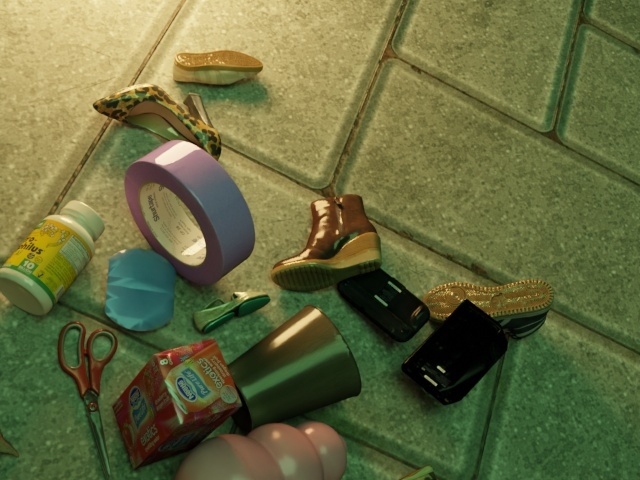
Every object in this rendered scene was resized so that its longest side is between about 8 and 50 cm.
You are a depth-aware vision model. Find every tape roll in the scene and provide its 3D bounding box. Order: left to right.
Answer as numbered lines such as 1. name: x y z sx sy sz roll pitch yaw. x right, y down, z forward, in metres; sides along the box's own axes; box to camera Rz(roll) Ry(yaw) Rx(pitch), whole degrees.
1. tape roll: -0.253 -0.052 1.685 0.275 0.275 0.090 47 55 7

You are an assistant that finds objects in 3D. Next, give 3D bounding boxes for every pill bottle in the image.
1. pill bottle: -0.498 0.027 1.638 0.117 0.117 0.208 33 57 -2

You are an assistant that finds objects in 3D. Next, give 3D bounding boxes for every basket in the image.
1. basket: -0.068 0.259 1.673 0.226 0.154 0.204 -26 73 -27

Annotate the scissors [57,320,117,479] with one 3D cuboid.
1. scissors: -0.426 0.288 1.588 0.108 0.021 0.297 7 62 -21

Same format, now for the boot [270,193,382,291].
1. boot: 0.000 0.000 1.889 0.248 0.090 0.207 -10 48 -9

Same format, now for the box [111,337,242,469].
1. box: -0.253 0.285 1.509 0.122 0.257 0.128 -11 68 -35

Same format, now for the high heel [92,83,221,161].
1. high heel: -0.338 -0.236 1.856 0.261 0.093 0.186 -5 59 -34

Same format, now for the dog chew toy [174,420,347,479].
1. dog chew toy: -0.090 0.418 1.551 0.331 0.206 0.207 -16 70 -36

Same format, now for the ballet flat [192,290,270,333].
1. ballet flat: -0.178 0.129 1.752 0.168 0.057 0.052 -23 64 -31

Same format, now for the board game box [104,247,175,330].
1. board game box: -0.353 0.100 1.710 0.133 0.033 0.169 9 65 -23

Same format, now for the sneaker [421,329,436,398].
1. sneaker: 0.253 0.250 1.846 0.064 0.076 0.167 20 58 -10

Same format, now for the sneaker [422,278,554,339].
1. sneaker: 0.370 0.159 1.943 0.282 0.153 0.099 -5 64 9

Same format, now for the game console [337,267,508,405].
1. game console: 0.202 0.164 1.833 0.361 0.044 0.213 39 62 21

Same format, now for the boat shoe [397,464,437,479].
1. boat shoe: 0.168 0.484 1.697 0.152 0.056 0.049 -21 67 -30

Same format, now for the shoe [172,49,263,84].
1. shoe: -0.237 -0.395 2.015 0.219 0.058 0.077 -5 45 -28

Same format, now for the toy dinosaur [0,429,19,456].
1. toy dinosaur: -0.639 0.286 1.444 0.295 0.127 0.200 9 53 -24
